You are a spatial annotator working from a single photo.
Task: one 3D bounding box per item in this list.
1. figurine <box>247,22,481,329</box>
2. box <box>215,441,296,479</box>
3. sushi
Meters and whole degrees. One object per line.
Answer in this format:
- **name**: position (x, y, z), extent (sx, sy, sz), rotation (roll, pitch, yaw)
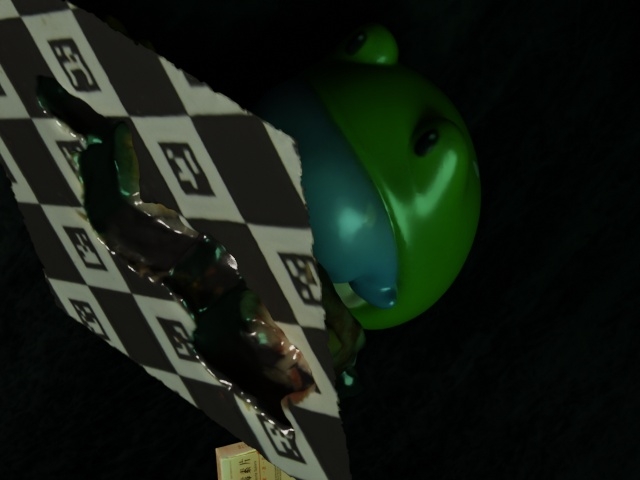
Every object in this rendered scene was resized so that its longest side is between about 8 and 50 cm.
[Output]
- **figurine**: position (0.000, 0.000, 0.903), extent (0.143, 0.162, 0.263), rotation (-1, 137, -32)
- **box**: position (-0.046, 0.183, 1.120), extent (0.058, 0.015, 0.093), rotation (-12, 130, -12)
- **sushi**: position (-0.077, -0.021, 0.798), extent (0.059, 0.292, 0.294), rotation (-39, 141, -26)
